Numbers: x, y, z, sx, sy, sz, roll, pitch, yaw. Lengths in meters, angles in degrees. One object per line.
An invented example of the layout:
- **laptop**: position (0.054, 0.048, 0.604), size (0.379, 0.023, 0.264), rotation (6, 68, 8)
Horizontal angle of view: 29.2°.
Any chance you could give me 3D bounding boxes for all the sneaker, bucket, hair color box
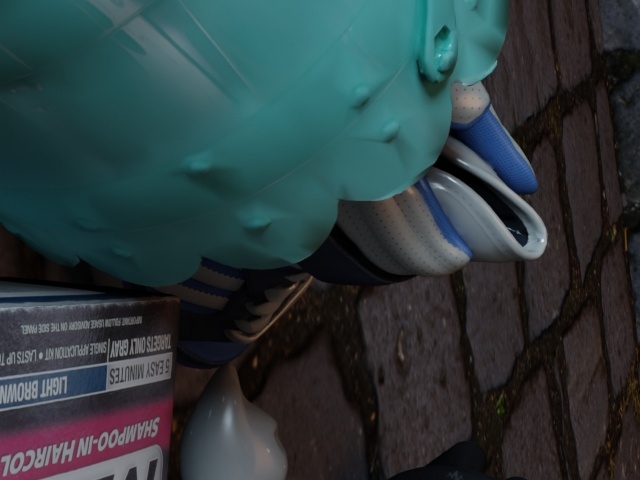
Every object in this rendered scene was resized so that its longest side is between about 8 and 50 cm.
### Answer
- **sneaker**: position (0.000, -0.001, 0.660), size (0.130, 0.236, 0.322), rotation (-51, 153, -34)
- **bucket**: position (-0.080, -0.136, 0.462), size (0.183, 0.281, 0.281), rotation (45, 46, -55)
- **hair color box**: position (-0.146, 0.190, 0.479), size (0.174, 0.105, 0.347), rotation (2, 92, -70)

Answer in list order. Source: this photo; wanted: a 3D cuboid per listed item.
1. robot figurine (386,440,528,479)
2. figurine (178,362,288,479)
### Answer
- **robot figurine**: position (0.100, 0.296, 0.994), size (0.278, 0.209, 0.173), rotation (-64, 156, -49)
- **figurine**: position (-0.063, 0.196, 0.682), size (0.215, 0.092, 0.209), rotation (108, -13, -57)
